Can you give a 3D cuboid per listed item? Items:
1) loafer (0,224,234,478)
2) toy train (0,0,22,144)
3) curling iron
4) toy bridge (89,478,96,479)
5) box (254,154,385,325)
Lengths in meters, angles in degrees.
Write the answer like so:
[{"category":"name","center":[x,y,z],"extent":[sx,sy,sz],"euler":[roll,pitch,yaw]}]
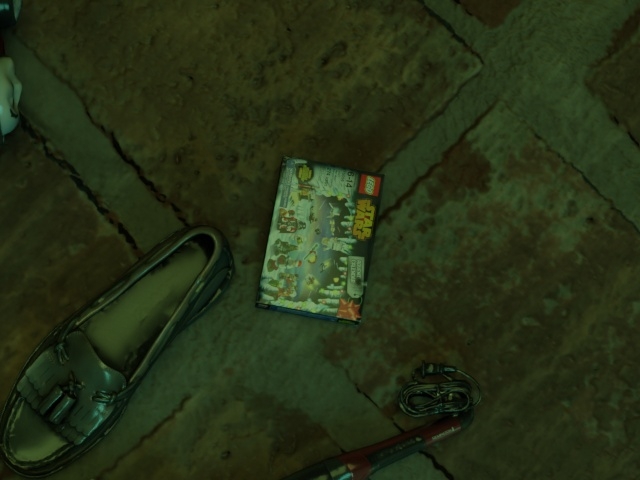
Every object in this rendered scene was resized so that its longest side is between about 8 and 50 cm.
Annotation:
[{"category":"loafer","center":[-0.177,0.084,1.417],"extent":[0.096,0.084,0.267],"euler":[40,77,4]},{"category":"toy train","center":[-0.417,-0.150,1.431],"extent":[0.334,0.142,0.190],"euler":[-6,90,-8]},{"category":"curling iron","center":[0.015,0.184,1.439],"extent":[0.274,0.035,0.068],"euler":[-29,77,-11]},{"category":"toy bridge","center":[-0.190,0.291,1.401],"extent":[0.063,0.026,0.188],"euler":[19,77,-3]},{"category":"box","center":[0.000,0.000,1.481],"extent":[0.094,0.027,0.137],"euler":[10,77,-4]}]
